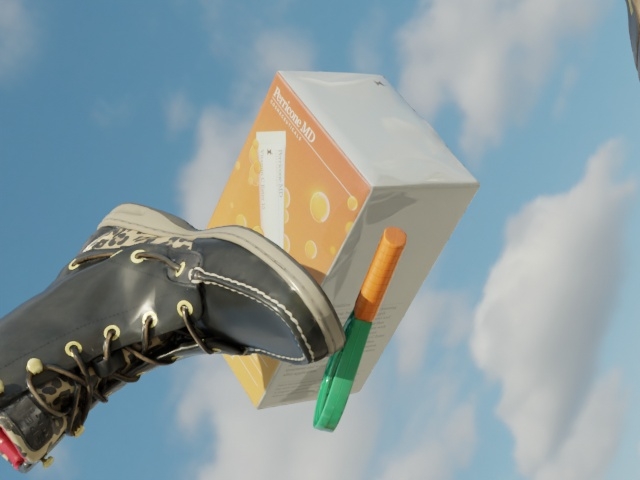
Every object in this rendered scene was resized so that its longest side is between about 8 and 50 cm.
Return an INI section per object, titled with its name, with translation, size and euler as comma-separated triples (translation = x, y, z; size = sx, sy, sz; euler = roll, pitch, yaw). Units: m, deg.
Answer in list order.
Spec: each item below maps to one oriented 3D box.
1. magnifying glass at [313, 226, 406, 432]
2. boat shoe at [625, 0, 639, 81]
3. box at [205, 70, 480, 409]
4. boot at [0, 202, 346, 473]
[magnifying glass]
translation = 0.035, 0.086, 1.163
size = 0.092, 0.026, 0.231
euler = -79, 6, -55
[boat shoe]
translation = 0.320, -0.205, 1.142
size = 0.068, 0.072, 0.190
euler = 59, -156, -80
[box]
translation = 0.000, 0.000, 1.490
size = 0.168, 0.215, 0.345
euler = -4, -47, -39
[boot]
translation = -0.182, 0.103, 1.188
size = 0.284, 0.377, 0.138
euler = -41, -52, -26
